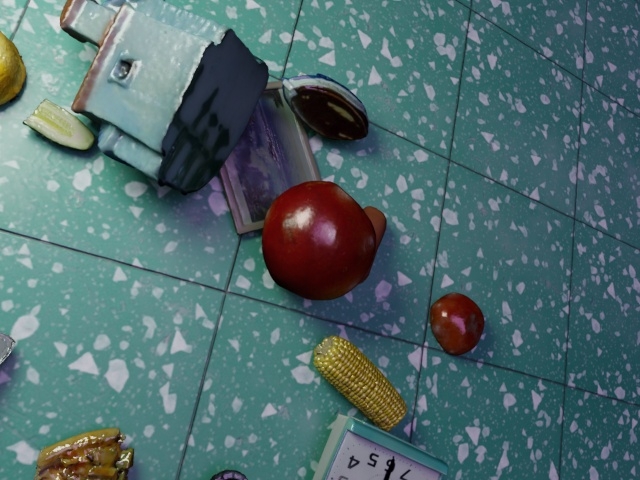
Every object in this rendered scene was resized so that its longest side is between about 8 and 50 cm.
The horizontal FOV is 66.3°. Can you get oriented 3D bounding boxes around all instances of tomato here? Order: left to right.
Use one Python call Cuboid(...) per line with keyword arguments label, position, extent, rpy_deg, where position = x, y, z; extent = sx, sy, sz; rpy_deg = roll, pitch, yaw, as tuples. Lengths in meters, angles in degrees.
Cuboid(label="tomato", position=(0.349, 0.201, 1.197), extent=(0.155, 0.069, 0.156), rpy_deg=(6, 78, -27))

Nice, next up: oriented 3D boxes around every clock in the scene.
Cuboid(label="clock", position=(0.102, 0.506, 0.998), extent=(0.262, 0.116, 0.231), rpy_deg=(30, 73, -18))

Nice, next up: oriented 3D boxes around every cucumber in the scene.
Cuboid(label="cucumber", position=(-0.464, -0.196, 0.879), extent=(0.107, 0.035, 0.067), rpy_deg=(35, 56, -23))

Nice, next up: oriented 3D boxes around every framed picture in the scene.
Cuboid(label="framed picture", position=(-0.122, -0.187, 1.057), extent=(0.231, 0.024, 0.315), rpy_deg=(-17, 89, -30))

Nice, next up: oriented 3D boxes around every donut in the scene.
Cuboid(label="donut", position=(-0.592, -0.287, 0.810), extent=(0.181, 0.078, 0.146), rpy_deg=(-10, 82, -26))

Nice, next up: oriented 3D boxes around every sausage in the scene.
Cuboid(label="sausage", position=(0.095, 0.011, 1.103), extent=(0.077, 0.077, 0.194), rpy_deg=(30, 69, -19))

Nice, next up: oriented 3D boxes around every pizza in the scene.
Cuboid(label="pizza", position=(-0.386, 0.420, 0.785), extent=(0.147, 0.069, 0.227), rpy_deg=(12, 75, -27))

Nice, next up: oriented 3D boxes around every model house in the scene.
Cuboid(label="model house", position=(-0.320, -0.286, 0.891), extent=(0.329, 0.251, 0.295), rpy_deg=(27, 93, 8))

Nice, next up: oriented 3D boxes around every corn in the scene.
Cuboid(label="corn", position=(0.086, 0.299, 1.033), extent=(0.244, 0.093, 0.093), rpy_deg=(46, 64, -16))

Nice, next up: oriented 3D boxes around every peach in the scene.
Cuboid(label="peach", position=(0.000, 0.000, 0.971), extent=(0.243, 0.199, 0.244), rpy_deg=(-3, 106, -9))

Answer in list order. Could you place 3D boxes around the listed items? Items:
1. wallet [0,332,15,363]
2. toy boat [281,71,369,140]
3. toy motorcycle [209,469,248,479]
Cuboid(label="wallet", position=(-0.604, 0.157, 0.723), extent=(0.231, 0.069, 0.170), rpy_deg=(37, 49, -20))
Cuboid(label="toy boat", position=(0.015, -0.306, 1.104), extent=(0.261, 0.114, 0.115), rpy_deg=(24, 32, -33))
Cuboid(label="toy motorcycle", position=(-0.174, 0.561, 0.831), extent=(0.173, 0.108, 0.308), rpy_deg=(-6, 73, -30))
